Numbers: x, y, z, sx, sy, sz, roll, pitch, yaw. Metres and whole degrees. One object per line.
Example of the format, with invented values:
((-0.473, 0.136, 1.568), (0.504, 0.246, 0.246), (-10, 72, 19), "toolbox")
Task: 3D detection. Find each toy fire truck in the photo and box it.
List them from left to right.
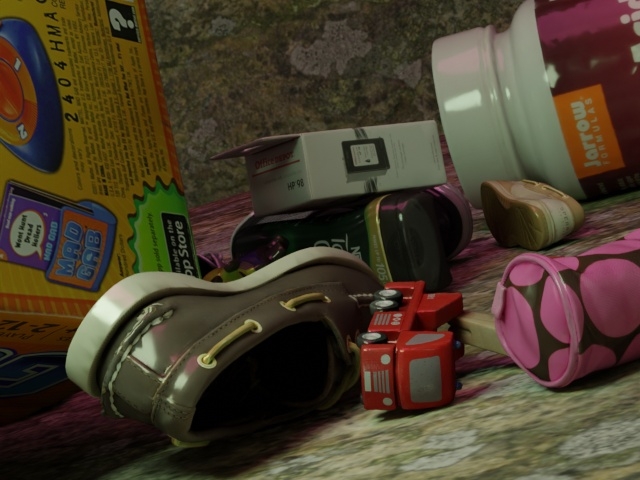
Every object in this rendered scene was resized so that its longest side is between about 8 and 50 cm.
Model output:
((0.101, 0.061, 1.306), (0.135, 0.047, 0.192), (-1, 17, 9), "toy fire truck")

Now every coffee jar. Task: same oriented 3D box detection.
((0.020, 0.017, 1.711), (0.184, 0.096, 0.079), (-13, 2, 25), "coffee jar")

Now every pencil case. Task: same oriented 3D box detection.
((0.204, 0.023, 1.246), (0.209, 0.095, 0.098), (-17, 41, -33), "pencil case")

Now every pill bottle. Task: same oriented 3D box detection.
((0.327, -0.168, 2.035), (0.392, 0.224, 0.224), (-14, 6, 13), "pill bottle")

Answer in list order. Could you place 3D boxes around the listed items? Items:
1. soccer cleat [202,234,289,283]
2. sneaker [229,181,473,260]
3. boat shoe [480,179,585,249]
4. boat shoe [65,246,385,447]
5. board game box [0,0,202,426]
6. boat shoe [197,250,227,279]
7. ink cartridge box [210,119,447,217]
((-0.063, 0.073, 1.542), (0.121, 0.093, 0.289), (-48, -1, 11), "soccer cleat")
((0.000, 0.000, 1.878), (0.268, 0.101, 0.153), (-8, 6, 32), "sneaker")
((0.200, -0.027, 1.855), (0.059, 0.063, 0.170), (-14, 15, -13), "boat shoe")
((-0.032, 0.075, 1.315), (0.097, 0.116, 0.324), (35, 19, 26), "boat shoe")
((-0.350, -0.057, 1.358), (0.356, 0.356, 0.356), (-25, -20, 35), "board game box")
((-0.102, 0.049, 1.793), (0.079, 0.081, 0.227), (-14, 7, 15), "boat shoe")
((0.006, -0.061, 1.720), (0.180, 0.060, 0.104), (-8, -4, -31), "ink cartridge box")
